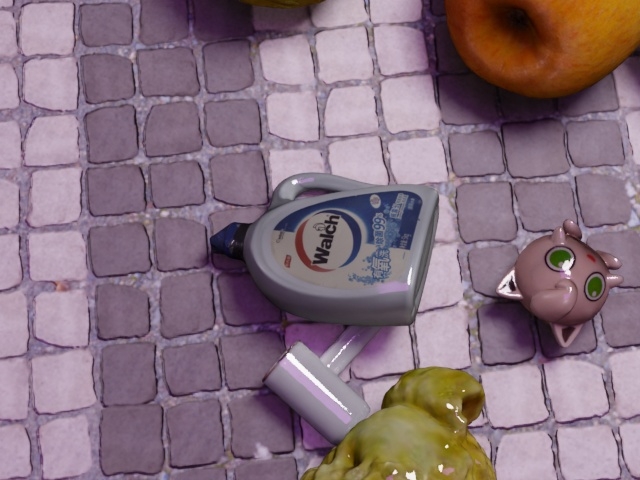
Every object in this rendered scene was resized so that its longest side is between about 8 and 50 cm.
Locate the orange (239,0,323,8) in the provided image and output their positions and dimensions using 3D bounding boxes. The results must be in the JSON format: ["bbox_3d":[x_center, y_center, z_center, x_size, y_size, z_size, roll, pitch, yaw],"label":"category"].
[{"bbox_3d":[-0.043,-0.436,1.122,0.279,0.235,0.279,-23,48,29],"label":"orange"}]

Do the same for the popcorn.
[{"bbox_3d":[0.105,0.304,0.992,0.286,0.173,0.225,-42,118,-32],"label":"popcorn"}]

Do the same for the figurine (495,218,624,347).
[{"bbox_3d":[0.307,0.051,1.083,0.125,0.125,0.138,41,78,8],"label":"figurine"}]

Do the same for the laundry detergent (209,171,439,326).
[{"bbox_3d":[0.000,0.000,1.093,0.280,0.105,0.215,8,56,16],"label":"laundry detergent"}]

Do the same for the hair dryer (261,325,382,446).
[{"bbox_3d":[0.050,0.136,1.100,0.131,0.073,0.236,41,71,6],"label":"hair dryer"}]

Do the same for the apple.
[{"bbox_3d":[0.295,-0.338,1.081,0.299,0.299,0.275,31,71,6],"label":"apple"}]
